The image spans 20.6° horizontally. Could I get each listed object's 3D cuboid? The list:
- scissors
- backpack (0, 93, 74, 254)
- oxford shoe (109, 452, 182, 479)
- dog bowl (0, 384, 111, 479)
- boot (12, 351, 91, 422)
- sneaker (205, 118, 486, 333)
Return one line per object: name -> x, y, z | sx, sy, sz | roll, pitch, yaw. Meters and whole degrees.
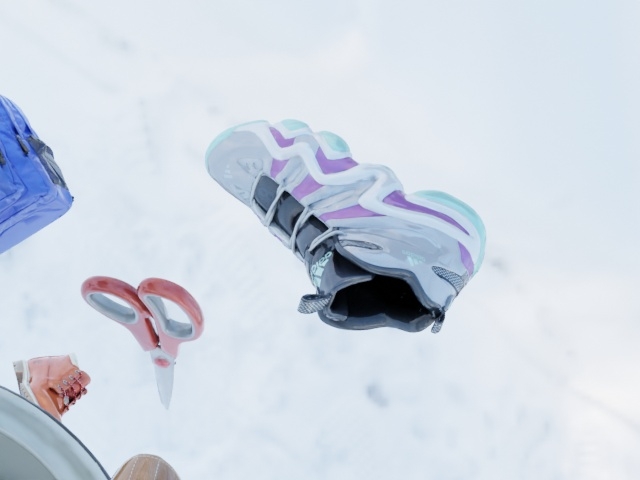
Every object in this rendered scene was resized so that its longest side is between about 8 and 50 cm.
scissors -> -0.138, 0.106, 1.628 | 0.297, 0.109, 0.021 | 70, 30, -58
backpack -> -0.266, -0.064, 1.400 | 0.120, 0.098, 0.101 | 61, 2, 18
oxford shoe -> -0.080, 0.166, 0.899 | 0.212, 0.076, 0.076 | 98, 3, -64
dog bowl -> -0.346, 0.306, 1.388 | 0.150, 0.408, 0.408 | 112, -1, -52
boot -> -0.304, 0.176, 2.034 | 0.158, 0.084, 0.059 | -121, -158, -59
sneaker -> 0.000, 0.000, 0.560 | 0.069, 0.098, 0.038 | -59, 166, -49
